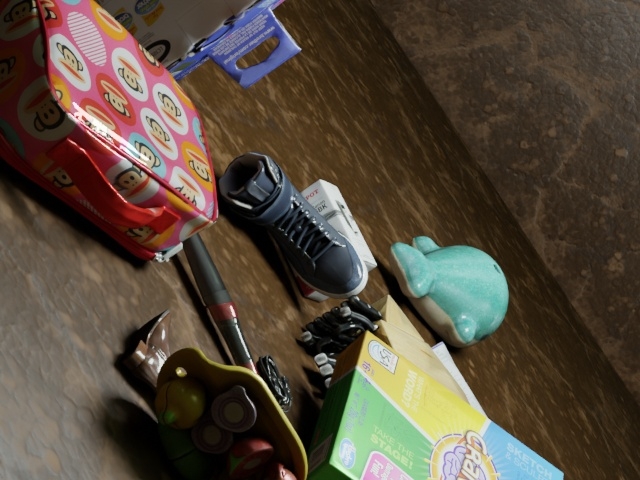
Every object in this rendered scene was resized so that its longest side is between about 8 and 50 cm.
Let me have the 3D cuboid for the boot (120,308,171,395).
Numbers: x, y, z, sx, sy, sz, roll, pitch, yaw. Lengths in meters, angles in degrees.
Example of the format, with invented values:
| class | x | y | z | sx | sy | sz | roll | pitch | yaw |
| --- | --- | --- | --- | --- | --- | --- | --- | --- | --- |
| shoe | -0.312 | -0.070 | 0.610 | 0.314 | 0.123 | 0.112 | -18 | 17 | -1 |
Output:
| class | x | y | z | sx | sy | sz | roll | pitch | yaw |
| --- | --- | --- | --- | --- | --- | --- | --- | --- | --- |
| boot | -0.140 | 0.134 | 1.389 | 0.114 | 0.037 | 0.106 | 50 | 31 | -13 |

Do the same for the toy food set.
| class | x | y | z | sx | sy | sz | roll | pitch | yaw |
| --- | --- | --- | --- | --- | --- | --- | --- | --- | --- |
| toy food set | -0.085 | 0.204 | 1.294 | 0.218 | 0.128 | 0.071 | 58 | 37 | -12 |

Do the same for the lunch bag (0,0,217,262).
| class | x | y | z | sx | sy | sz | roll | pitch | yaw |
| --- | --- | --- | --- | --- | --- | --- | --- | --- | --- |
| lunch bag | -0.225 | -0.113 | 1.461 | 0.293 | 0.120 | 0.258 | 41 | 24 | -45 |

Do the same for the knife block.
| class | x | y | z | sx | sy | sz | roll | pitch | yaw |
| --- | --- | --- | --- | --- | --- | --- | --- | --- | --- |
| knife block | 0.088 | 0.188 | 1.850 | 0.275 | 0.088 | 0.242 | 53 | 18 | -15 |

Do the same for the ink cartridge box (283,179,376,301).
| class | x | y | z | sx | sy | sz | roll | pitch | yaw |
| --- | --- | --- | --- | --- | --- | --- | --- | --- | --- |
| ink cartridge box | 0.000 | 0.000 | 1.927 | 0.056 | 0.099 | 0.135 | 22 | 37 | -61 |

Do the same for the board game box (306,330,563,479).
| class | x | y | z | sx | sy | sz | roll | pitch | yaw |
| --- | --- | --- | --- | --- | --- | --- | --- | --- | --- |
| board game box | 0.137 | 0.280 | 1.633 | 0.316 | 0.064 | 0.242 | 36 | 34 | -12 |

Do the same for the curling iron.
| class | x | y | z | sx | sy | sz | roll | pitch | yaw |
| --- | --- | --- | --- | --- | --- | --- | --- | --- | --- |
| curling iron | -0.109 | 0.078 | 1.589 | 0.274 | 0.035 | 0.068 | 60 | 13 | 9 |

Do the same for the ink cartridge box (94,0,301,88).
| class | x | y | z | sx | sy | sz | roll | pitch | yaw |
| --- | --- | --- | --- | --- | --- | --- | --- | --- | --- |
| ink cartridge box | -0.185 | -0.378 | 1.803 | 0.395 | 0.270 | 0.151 | 57 | 22 | -1 |

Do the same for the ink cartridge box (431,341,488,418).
| class | x | y | z | sx | sy | sz | roll | pitch | yaw |
| --- | --- | --- | --- | --- | --- | --- | --- | --- | --- |
| ink cartridge box | 0.198 | 0.260 | 2.100 | 0.208 | 0.045 | 0.206 | 60 | 17 | 7 |

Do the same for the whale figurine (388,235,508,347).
| class | x | y | z | sx | sy | sz | roll | pitch | yaw |
| --- | --- | --- | --- | --- | --- | --- | --- | --- | --- |
| whale figurine | 0.217 | 0.069 | 2.340 | 0.272 | 0.141 | 0.216 | 33 | 29 | -53 |

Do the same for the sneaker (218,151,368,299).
| class | x | y | z | sx | sy | sz | roll | pitch | yaw |
| --- | --- | --- | --- | --- | --- | --- | --- | --- | --- |
| sneaker | -0.041 | -0.022 | 1.824 | 0.226 | 0.086 | 0.163 | 46 | 1 | 25 |
